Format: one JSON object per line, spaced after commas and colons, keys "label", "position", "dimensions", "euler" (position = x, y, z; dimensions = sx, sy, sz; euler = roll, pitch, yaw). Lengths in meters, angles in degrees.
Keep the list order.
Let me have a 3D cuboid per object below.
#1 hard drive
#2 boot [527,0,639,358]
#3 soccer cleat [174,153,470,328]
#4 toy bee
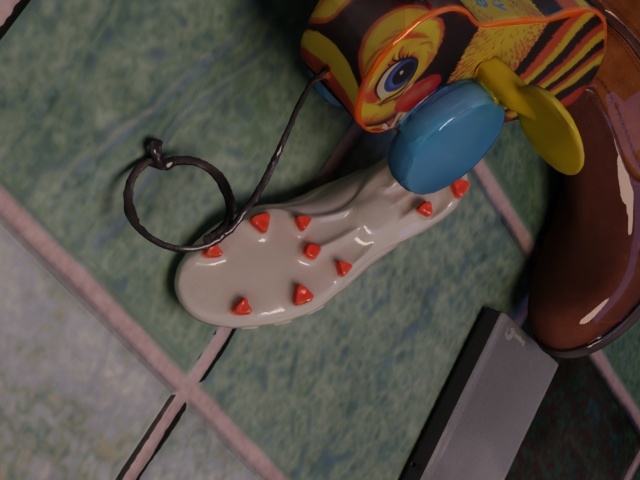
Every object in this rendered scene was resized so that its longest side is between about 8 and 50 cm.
{"label": "hard drive", "position": [0.112, 0.125, 1.164], "dimensions": [0.094, 0.022, 0.135], "euler": [41, 71, -48]}
{"label": "boot", "position": [0.159, -0.090, 1.091], "dimensions": [0.264, 0.096, 0.280], "euler": [-57, 135, -10]}
{"label": "soccer cleat", "position": [0.000, 0.000, 0.961], "dimensions": [0.196, 0.076, 0.068], "euler": [-27, 89, -25]}
{"label": "toy bee", "position": [0.059, -0.097, 0.882], "dimensions": [0.298, 0.195, 0.162], "euler": [-47, 167, -43]}
